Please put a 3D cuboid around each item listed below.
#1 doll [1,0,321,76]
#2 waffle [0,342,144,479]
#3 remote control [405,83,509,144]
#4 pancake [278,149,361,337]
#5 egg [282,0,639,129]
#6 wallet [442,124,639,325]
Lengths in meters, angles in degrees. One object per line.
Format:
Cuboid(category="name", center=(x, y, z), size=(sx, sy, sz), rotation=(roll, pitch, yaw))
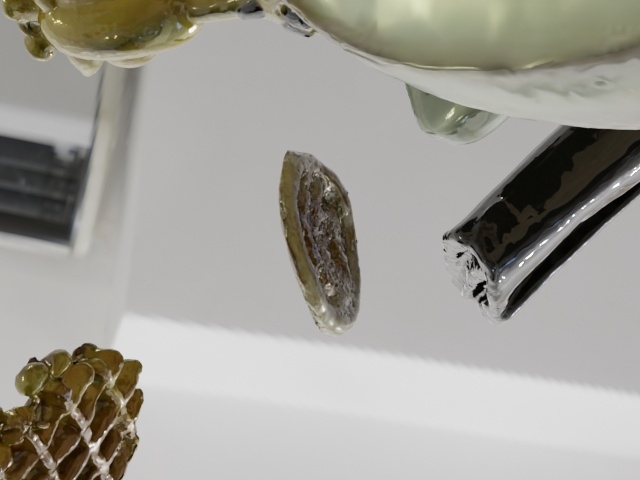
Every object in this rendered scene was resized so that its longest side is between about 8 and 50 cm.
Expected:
Cuboid(category="doll", center=(-0.065, -0.158, 1.170), size=(0.291, 0.117, 0.086), rotation=(-6, -135, 23))
Cuboid(category="waffle", center=(-0.186, 0.171, 1.151), size=(0.051, 0.231, 0.228), rotation=(26, -162, 19))
Cuboid(category="remote control", center=(0.064, -0.161, 0.957), size=(0.038, 0.090, 0.309), rotation=(31, -149, -30))
Cuboid(category="pancake", center=(0.000, 0.000, 1.298), size=(0.022, 0.139, 0.139), rotation=(-11, -125, 18))
Cuboid(category="egg", center=(0.094, -0.125, 0.478), size=(0.162, 0.271, 0.206), rotation=(12, -86, -48))
Cuboid(category="wallet", center=(0.246, -0.102, 1.183), size=(0.406, 0.228, 0.062), rotation=(-40, -101, -2))
